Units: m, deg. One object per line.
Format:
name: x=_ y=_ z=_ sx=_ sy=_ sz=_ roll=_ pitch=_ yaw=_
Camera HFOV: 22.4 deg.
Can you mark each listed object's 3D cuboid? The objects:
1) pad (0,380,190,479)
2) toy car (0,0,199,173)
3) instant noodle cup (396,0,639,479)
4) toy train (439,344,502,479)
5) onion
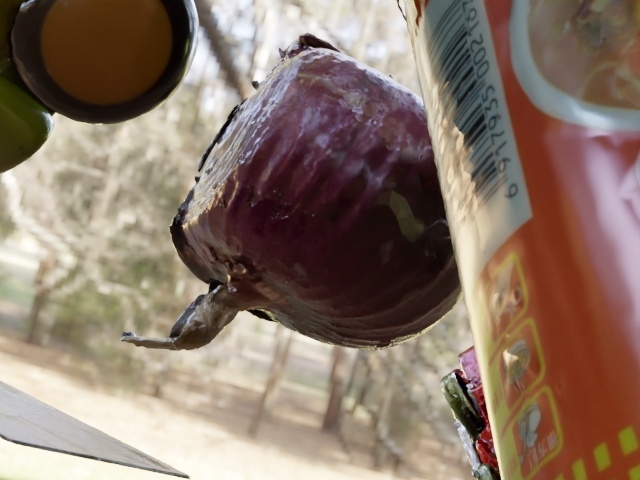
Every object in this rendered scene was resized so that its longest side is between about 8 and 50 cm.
pad: x=-0.211 y=0.105 z=1.049 sx=0.235 sy=0.003 sz=0.158 roll=18 pitch=-3 yaw=41
toy car: x=-0.090 y=-0.147 z=0.555 sx=0.142 sy=0.248 sz=0.200 roll=40 pitch=2 yaw=-25
instant noodle cup: x=0.111 y=-0.007 z=0.438 sx=0.193 sy=0.212 sz=0.193 roll=-13 pitch=-28 yaw=-7
toy train: x=0.126 y=0.116 z=0.798 sx=0.131 sy=0.083 sz=0.204 roll=52 pitch=9 yaw=-22
onion: x=0.021 y=-0.022 z=1.288 sx=0.256 sy=0.272 sz=0.230 roll=11 pitch=-1 yaw=-32
